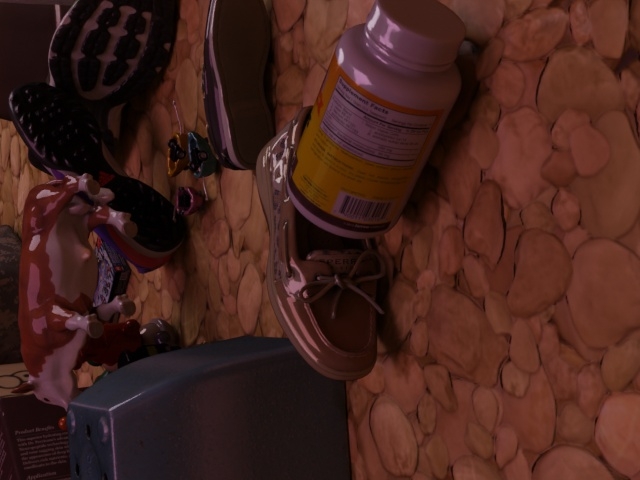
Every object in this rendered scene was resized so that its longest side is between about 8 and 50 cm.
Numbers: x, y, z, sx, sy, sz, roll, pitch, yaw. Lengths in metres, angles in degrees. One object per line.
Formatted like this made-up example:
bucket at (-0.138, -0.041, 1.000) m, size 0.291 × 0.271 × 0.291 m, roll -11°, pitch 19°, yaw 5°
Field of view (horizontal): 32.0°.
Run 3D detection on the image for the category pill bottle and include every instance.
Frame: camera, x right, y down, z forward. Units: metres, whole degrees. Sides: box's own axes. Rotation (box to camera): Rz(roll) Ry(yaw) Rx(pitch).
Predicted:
pill bottle at (0.052, -0.114, 1.012) m, size 0.117 × 0.117 × 0.215 m, roll 59°, pitch 139°, yaw 38°

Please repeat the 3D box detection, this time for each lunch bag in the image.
lunch bag at (-0.720, 0.136, 2.194) m, size 0.212 × 0.256 × 0.305 m, roll 49°, pitch 133°, yaw 46°

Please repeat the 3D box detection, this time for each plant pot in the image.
plant pot at (-0.557, -0.339, 1.860) m, size 0.323 × 0.280 × 0.323 m, roll 9°, pitch 100°, yaw 60°
plant pot at (-0.138, 0.242, 1.231) m, size 0.247 × 0.252 × 0.247 m, roll -7°, pitch 87°, yaw 60°

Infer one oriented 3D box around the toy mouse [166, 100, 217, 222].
toy mouse at (-0.162, -0.084, 1.458) m, size 0.143 × 0.031 × 0.161 m, roll 41°, pitch 127°, yaw 51°

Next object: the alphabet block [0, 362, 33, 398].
alphabet block at (-0.612, 0.357, 2.091) m, size 0.192 × 0.197 × 0.194 m, roll 39°, pitch 125°, yaw 52°

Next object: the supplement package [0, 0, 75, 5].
supplement package at (-0.408, -0.431, 1.633) m, size 0.139 × 0.244 × 0.134 m, roll 48°, pitch 133°, yaw 45°

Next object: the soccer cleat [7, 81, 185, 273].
soccer cleat at (-0.324, -0.083, 1.554) m, size 0.318 × 0.108 × 0.116 m, roll 45°, pitch 143°, yaw 2°

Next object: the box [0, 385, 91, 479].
box at (-0.439, 0.374, 1.827) m, size 0.203 × 0.168 × 0.167 m, roll 64°, pitch 143°, yaw 34°

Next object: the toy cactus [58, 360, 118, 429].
toy cactus at (-0.339, 0.208, 1.729) m, size 0.181 × 0.112 × 0.219 m, roll -63°, pitch 32°, yaw 25°

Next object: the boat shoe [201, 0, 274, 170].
boat shoe at (-0.105, -0.195, 1.303) m, size 0.068 × 0.081 × 0.228 m, roll 3°, pitch 97°, yaw 55°

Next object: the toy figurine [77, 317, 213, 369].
toy figurine at (-0.229, 0.215, 1.499) m, size 0.209 × 0.148 × 0.213 m, roll 10°, pitch 99°, yaw 53°

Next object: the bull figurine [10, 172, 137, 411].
bull figurine at (-0.322, 0.063, 1.428) m, size 0.188 × 0.101 × 0.311 m, roll -15°, pitch 77°, yaw 39°

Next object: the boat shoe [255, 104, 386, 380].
boat shoe at (0.000, 0.000, 1.122) m, size 0.089 × 0.104 × 0.285 m, roll -52°, pitch 49°, yaw 52°

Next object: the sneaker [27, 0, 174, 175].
sneaker at (-0.332, -0.274, 1.640) m, size 0.410 × 0.158 × 0.182 m, roll -51°, pitch 32°, yaw 42°

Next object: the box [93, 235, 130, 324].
box at (-0.341, 0.070, 1.775) m, size 0.094 × 0.027 × 0.137 m, roll 56°, pitch 138°, yaw 42°
